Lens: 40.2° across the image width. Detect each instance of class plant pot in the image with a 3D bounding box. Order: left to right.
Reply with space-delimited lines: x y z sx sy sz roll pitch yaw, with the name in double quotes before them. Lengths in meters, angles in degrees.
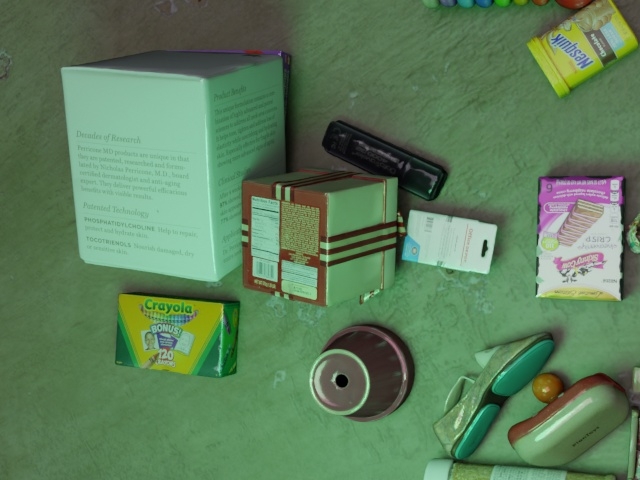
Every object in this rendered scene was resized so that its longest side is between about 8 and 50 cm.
"plant pot" 0.068 0.273 1.761 0.201 0.180 0.201 -1 89 23

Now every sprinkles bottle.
"sprinkles bottle" 0.377 0.488 1.662 0.355 0.121 0.121 -1 89 22

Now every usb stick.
"usb stick" 0.130 -0.167 1.816 0.278 0.045 0.077 27 106 20

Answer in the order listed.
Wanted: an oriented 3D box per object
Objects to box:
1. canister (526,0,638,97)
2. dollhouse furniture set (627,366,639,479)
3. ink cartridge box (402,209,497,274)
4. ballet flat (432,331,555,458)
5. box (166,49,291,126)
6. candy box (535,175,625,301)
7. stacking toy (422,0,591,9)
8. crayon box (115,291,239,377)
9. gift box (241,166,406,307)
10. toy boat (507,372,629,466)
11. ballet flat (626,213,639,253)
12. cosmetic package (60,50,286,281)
"canister" 0.495 -0.368 1.656 0.170 0.073 0.126 -32 78 17
"dollhouse furniture set" 0.687 0.417 1.510 0.303 0.174 0.356 3 90 22
"ink cartridge box" 0.263 0.004 1.749 0.180 0.060 0.104 11 93 22
"ballet flat" 0.322 0.280 1.704 0.316 0.107 0.106 -53 46 11
"box" -0.213 -0.320 1.950 0.293 0.057 0.201 6 93 22
"candy box" 0.491 -0.004 1.652 0.159 0.071 0.233 1 90 22
"stacking toy" 0.364 -0.504 1.684 0.330 0.141 0.141 11 93 18
"crayon box" -0.323 0.209 1.973 0.278 0.081 0.165 3 91 22
"gift box" 0.000 0.000 1.739 0.255 0.258 0.276 16 111 36
"toy boat" 0.449 0.315 1.645 0.231 0.151 0.151 -42 44 15
"ballet flat" 0.653 -0.066 1.584 0.091 0.077 0.241 44 104 18
"cosmetic package" -0.279 -0.169 1.779 0.327 0.329 0.394 7 110 23
